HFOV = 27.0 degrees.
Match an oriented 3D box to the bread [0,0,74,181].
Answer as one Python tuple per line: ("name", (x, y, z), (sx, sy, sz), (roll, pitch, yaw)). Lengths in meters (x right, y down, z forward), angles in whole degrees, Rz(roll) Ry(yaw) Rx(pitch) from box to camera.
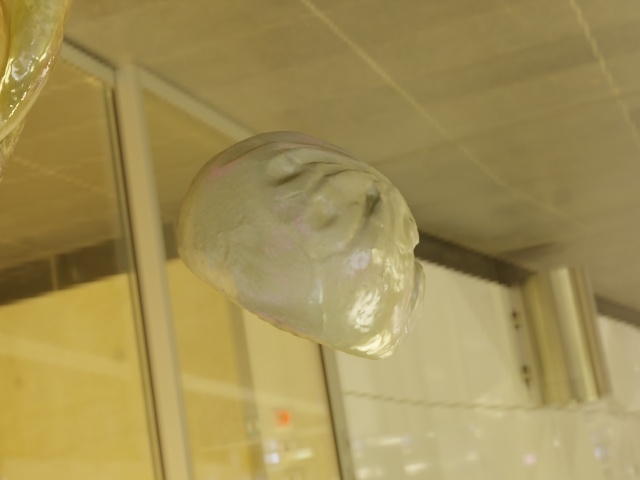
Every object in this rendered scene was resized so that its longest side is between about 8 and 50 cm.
("bread", (-0.310, -0.157, 0.909), (0.270, 0.315, 0.211), (29, 140, -26))

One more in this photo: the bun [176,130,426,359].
("bun", (0.000, 0.000, 0.934), (0.178, 0.128, 0.193), (28, -179, 32))
